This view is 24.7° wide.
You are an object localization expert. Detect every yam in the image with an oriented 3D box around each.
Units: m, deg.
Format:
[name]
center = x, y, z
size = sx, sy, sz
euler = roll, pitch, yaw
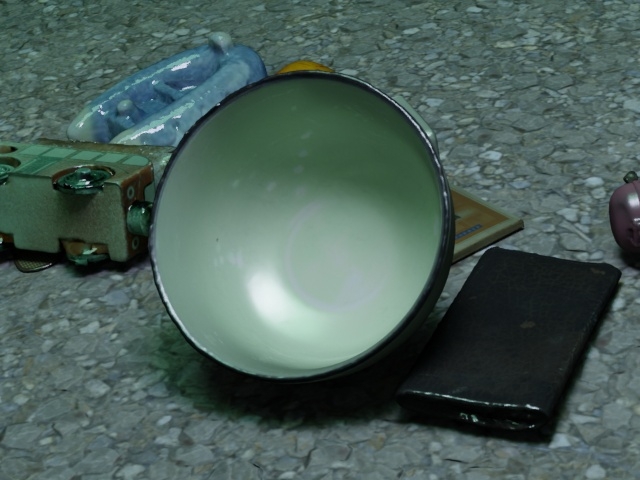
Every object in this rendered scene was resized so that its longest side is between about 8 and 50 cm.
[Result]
[yam]
center = -0.297, -0.097, 2.081
size = 0.259, 0.093, 0.093
euler = 4, 33, 23

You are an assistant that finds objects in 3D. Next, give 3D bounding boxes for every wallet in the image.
[wallet]
center = 0.216, 0.105, 1.630
size = 0.170, 0.044, 0.321
euler = 6, 30, 24

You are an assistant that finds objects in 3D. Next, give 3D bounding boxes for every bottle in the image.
[bottle]
center = 0.461, -0.039, 1.734
size = 0.233, 0.110, 0.110
euler = -8, 30, 3

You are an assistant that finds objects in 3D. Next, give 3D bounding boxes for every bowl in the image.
[bowl]
center = 0.000, 0.000, 1.663
size = 0.354, 0.353, 0.185
euler = 3, -12, 21

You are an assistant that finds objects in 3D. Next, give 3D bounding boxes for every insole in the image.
[insole]
center = -0.422, -0.014, 2.058
size = 0.086, 0.005, 0.253
euler = -22, 32, -19

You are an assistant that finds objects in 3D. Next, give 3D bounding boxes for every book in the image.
[book]
center = 0.124, -0.032, 1.913
size = 0.170, 0.018, 0.242
euler = -26, 33, -25

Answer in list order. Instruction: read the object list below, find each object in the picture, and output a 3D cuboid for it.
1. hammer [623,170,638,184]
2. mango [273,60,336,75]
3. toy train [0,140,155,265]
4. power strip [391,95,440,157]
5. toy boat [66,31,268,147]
[hammer]
center = 0.539, -0.075, 1.858
size = 0.297, 0.027, 0.125
euler = -7, 29, 4
[mango]
center = -0.020, -0.180, 2.118
size = 0.145, 0.112, 0.219
euler = -7, 34, 0
[toy train]
center = -0.353, -0.052, 1.978
size = 0.326, 0.129, 0.159
euler = 6, 25, 23
[power strip]
center = 0.032, -0.075, 1.860
size = 0.224, 0.139, 0.140
euler = -16, 31, -8
[toy boat]
center = -0.227, -0.224, 2.247
size = 0.330, 0.123, 0.215
euler = -27, 33, -25
